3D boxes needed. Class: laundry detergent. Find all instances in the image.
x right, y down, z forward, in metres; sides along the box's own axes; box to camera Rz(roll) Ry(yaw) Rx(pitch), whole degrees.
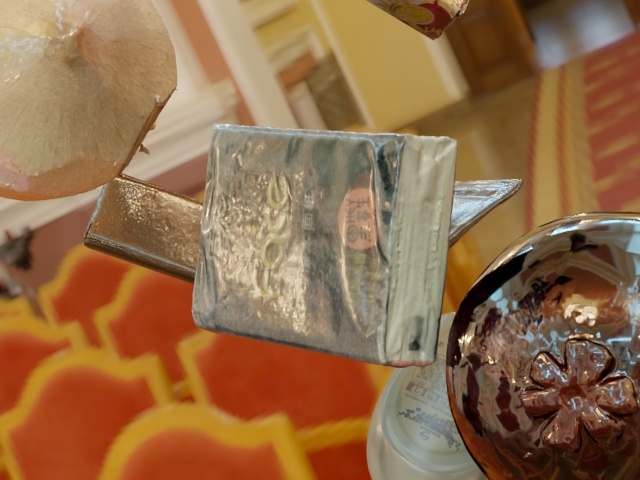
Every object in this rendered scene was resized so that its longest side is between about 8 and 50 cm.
[{"bbox_3d":[0.153,0.231,1.791,0.280,0.215,0.105,-59,-6,-35],"label":"laundry detergent"}]

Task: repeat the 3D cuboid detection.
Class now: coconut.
[{"bbox_3d":[-0.226,-0.131,1.317,0.224,0.224,0.234,-30,14,-27],"label":"coconut"}]

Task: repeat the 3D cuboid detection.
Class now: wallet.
[{"bbox_3d":[0.075,0.017,2.020,0.323,0.041,0.247,-37,18,-26],"label":"wallet"},{"bbox_3d":[-0.203,-0.013,2.128,0.198,0.110,0.031,19,-6,17],"label":"wallet"}]

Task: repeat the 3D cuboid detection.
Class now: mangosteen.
[{"bbox_3d":[0.279,0.126,1.552,0.307,0.307,0.347,-22,-8,20],"label":"mangosteen"}]

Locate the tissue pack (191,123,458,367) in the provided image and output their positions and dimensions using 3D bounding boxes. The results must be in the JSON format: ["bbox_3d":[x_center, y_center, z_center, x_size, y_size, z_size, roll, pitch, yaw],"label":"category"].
[{"bbox_3d":[0.000,0.000,1.683,0.103,0.228,0.316,6,0,-40],"label":"tissue pack"}]

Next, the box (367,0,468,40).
[{"bbox_3d":[0.027,-0.242,1.367,0.050,0.207,0.041,-47,15,56],"label":"box"}]
